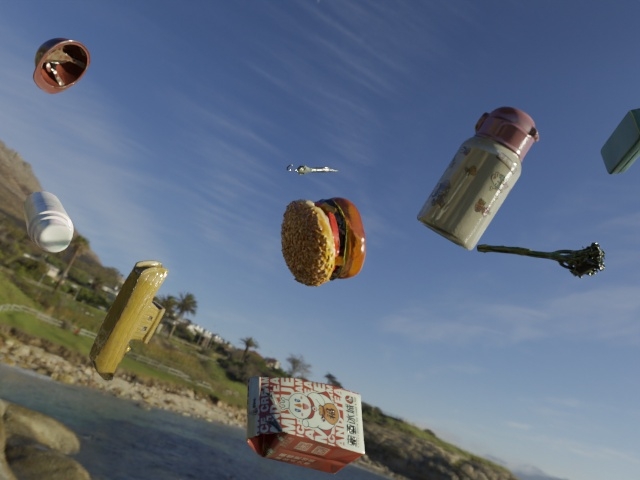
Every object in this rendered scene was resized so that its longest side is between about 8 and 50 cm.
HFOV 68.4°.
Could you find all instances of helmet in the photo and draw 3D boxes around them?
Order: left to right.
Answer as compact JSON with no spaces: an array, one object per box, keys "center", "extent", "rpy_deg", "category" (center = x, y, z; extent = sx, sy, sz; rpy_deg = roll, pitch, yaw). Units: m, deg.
[{"center":[-0.482,-0.327,0.852],"extent":[0.057,0.111,0.089],"rpy_deg":[40,-12,12],"category":"helmet"}]

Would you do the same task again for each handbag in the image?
[{"center":[-0.051,0.440,1.151],"extent":[0.297,0.171,0.151],"rpy_deg":[24,-52,-20],"category":"handbag"}]

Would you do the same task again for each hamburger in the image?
[{"center":[0.000,0.000,1.721],"extent":[0.249,0.331,0.330],"rpy_deg":[-4,-11,-24],"category":"hamburger"}]

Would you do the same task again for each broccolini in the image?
[{"center":[0.476,0.030,1.027],"extent":[0.254,0.072,0.057],"rpy_deg":[9,-18,36],"category":"broccolini"}]

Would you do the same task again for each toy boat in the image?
[{"center":[-0.481,0.204,1.210],"extent":[0.089,0.321,0.121],"rpy_deg":[21,-6,43],"category":"toy boat"}]

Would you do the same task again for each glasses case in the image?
[{"center":[0.736,-0.234,1.132],"extent":[0.039,0.078,0.184],"rpy_deg":[-9,-22,7],"category":"glasses case"}]

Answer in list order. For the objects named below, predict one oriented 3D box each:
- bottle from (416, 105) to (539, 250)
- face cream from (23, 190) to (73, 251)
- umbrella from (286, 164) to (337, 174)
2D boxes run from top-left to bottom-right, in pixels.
[{"center":[0.263,-0.107,0.777],"extent":[0.109,0.233,0.110],"rpy_deg":[30,6,-4],"category":"bottle"},{"center":[-0.712,-0.049,1.231],"extent":[0.102,0.102,0.345],"rpy_deg":[35,-4,-37],"category":"face cream"},{"center":[-0.033,-0.261,1.765],"extent":[0.268,0.044,0.044],"rpy_deg":[-3,-41,-48],"category":"umbrella"}]
